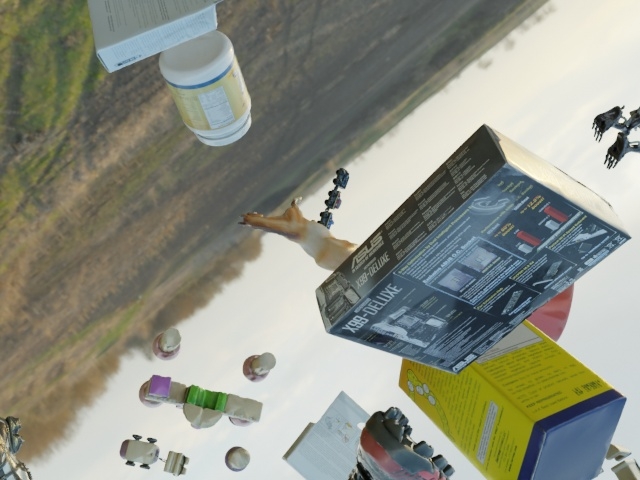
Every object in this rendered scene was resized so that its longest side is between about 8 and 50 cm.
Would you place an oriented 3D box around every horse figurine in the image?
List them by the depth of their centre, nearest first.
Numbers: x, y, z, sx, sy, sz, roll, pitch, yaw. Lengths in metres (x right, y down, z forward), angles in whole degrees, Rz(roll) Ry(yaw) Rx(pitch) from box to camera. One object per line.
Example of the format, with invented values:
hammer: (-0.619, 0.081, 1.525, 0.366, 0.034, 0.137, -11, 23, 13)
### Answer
horse figurine: (0.000, 0.000, 1.312, 0.066, 0.263, 0.174, -58, 170, 21)

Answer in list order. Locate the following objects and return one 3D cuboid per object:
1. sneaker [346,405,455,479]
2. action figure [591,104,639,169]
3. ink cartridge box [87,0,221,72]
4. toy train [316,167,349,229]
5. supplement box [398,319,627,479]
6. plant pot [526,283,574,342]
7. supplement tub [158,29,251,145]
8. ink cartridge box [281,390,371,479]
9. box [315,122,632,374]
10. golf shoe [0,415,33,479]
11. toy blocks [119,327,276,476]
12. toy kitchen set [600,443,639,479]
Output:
sneaker: (0.073, 0.274, 0.783, 0.135, 0.097, 0.276, -36, 147, -11)
action figure: (0.704, -0.228, 1.518, 0.276, 0.164, 0.141, -10, 152, -16)
ink cartridge box: (-0.222, -0.359, 1.035, 0.224, 0.223, 0.045, -22, 143, 2)
toy train: (0.031, -0.090, 1.658, 0.027, 0.036, 0.158, 10, -103, 57)
supplement box: (0.328, 0.274, 1.314, 0.194, 0.195, 0.356, -12, -146, -27)
plant pot: (0.535, 0.133, 1.993, 0.275, 0.243, 0.275, 10, 90, -87)
supplement tub: (-0.220, -0.298, 1.428, 0.144, 0.144, 0.199, -41, 147, -17)
ink cartridge box: (0.074, 0.584, 1.958, 0.239, 0.275, 0.060, -49, -175, -20)
box: (0.181, 0.031, 0.889, 0.307, 0.242, 0.076, -47, -141, 29)
golf shoe: (-0.575, 0.413, 1.292, 0.077, 0.198, 0.094, -38, 154, 23)
toy blocks: (-0.284, 0.387, 1.658, 0.260, 0.289, 0.309, 135, -31, -64)
toy kitchen set: (0.711, 0.607, 1.728, 0.166, 0.122, 0.207, -45, -135, 27)
